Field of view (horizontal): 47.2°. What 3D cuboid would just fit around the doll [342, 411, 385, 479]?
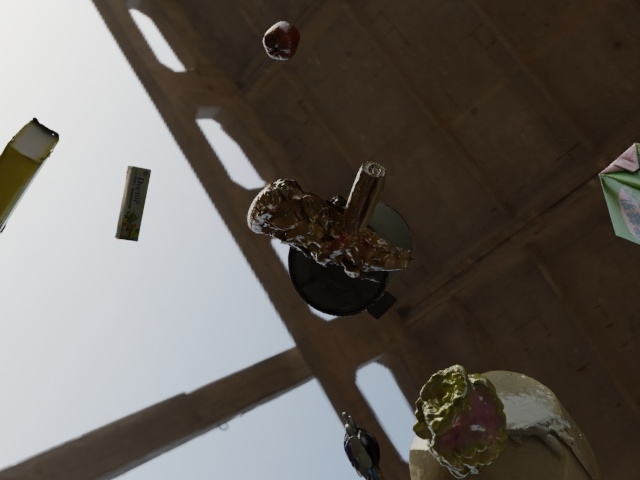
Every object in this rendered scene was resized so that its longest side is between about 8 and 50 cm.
[{"bbox_3d":[0.089,0.430,1.458,0.070,0.096,0.195,-30,-113,10],"label":"doll"}]

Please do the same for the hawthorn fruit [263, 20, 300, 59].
[{"bbox_3d":[-0.083,-0.457,1.659,0.081,0.093,0.081,15,-35,11],"label":"hawthorn fruit"}]

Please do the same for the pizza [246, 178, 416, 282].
[{"bbox_3d":[0.000,0.000,0.961,0.147,0.226,0.069,-16,-131,52],"label":"pizza"}]

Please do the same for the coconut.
[{"bbox_3d":[0.312,0.380,1.243,0.323,0.323,0.322,7,-78,35],"label":"coconut"}]

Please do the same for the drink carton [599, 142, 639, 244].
[{"bbox_3d":[0.621,-0.047,1.233,0.271,0.108,0.161,36,-20,54],"label":"drink carton"}]

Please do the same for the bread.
[{"bbox_3d":[0.052,-0.052,0.888,0.036,0.047,0.083,21,-64,-1],"label":"bread"}]

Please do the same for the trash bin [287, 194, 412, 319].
[{"bbox_3d":[0.073,0.031,1.604,0.217,0.262,0.277,-44,-97,19],"label":"trash bin"}]

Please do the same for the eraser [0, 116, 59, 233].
[{"bbox_3d":[-0.559,-0.095,1.305,0.069,0.158,0.226,32,-71,-20],"label":"eraser"}]

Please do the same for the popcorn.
[{"bbox_3d":[0.196,0.251,1.024,0.126,0.126,0.145,88,-18,-51],"label":"popcorn"}]

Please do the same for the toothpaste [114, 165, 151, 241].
[{"bbox_3d":[-0.408,-0.079,1.590,0.034,0.046,0.164,14,-87,59],"label":"toothpaste"}]
